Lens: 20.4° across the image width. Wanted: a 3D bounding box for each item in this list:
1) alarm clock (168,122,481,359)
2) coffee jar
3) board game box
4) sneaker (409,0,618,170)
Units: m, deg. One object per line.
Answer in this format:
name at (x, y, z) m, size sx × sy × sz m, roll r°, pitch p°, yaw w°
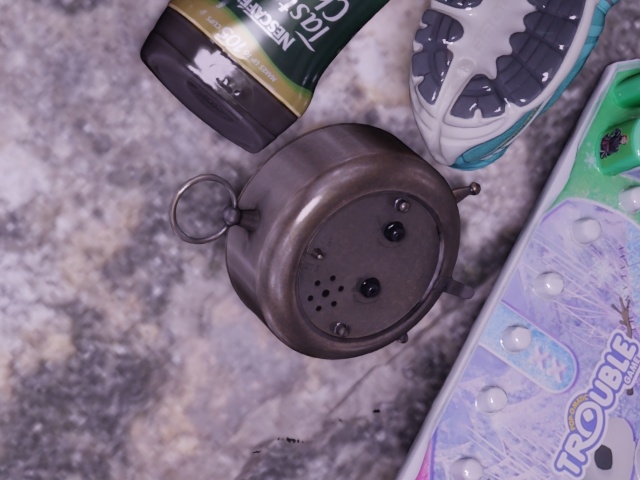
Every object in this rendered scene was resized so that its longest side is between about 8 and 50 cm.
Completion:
alarm clock at (0.000, 0.000, 0.985) m, size 0.192 × 0.064 × 0.129 m, roll 14°, pitch 109°, yaw -33°
coffee jar at (-0.011, -0.141, 0.978) m, size 0.096 × 0.079 × 0.184 m, roll 40°, pitch 91°, yaw -15°
board game box at (0.247, 0.150, 1.017) m, size 0.390 × 0.050 × 0.390 m, roll 36°, pitch 68°, yaw -16°
sneaker at (0.133, -0.158, 0.999) m, size 0.107 × 0.110 × 0.275 m, roll 32°, pitch 74°, yaw 16°
